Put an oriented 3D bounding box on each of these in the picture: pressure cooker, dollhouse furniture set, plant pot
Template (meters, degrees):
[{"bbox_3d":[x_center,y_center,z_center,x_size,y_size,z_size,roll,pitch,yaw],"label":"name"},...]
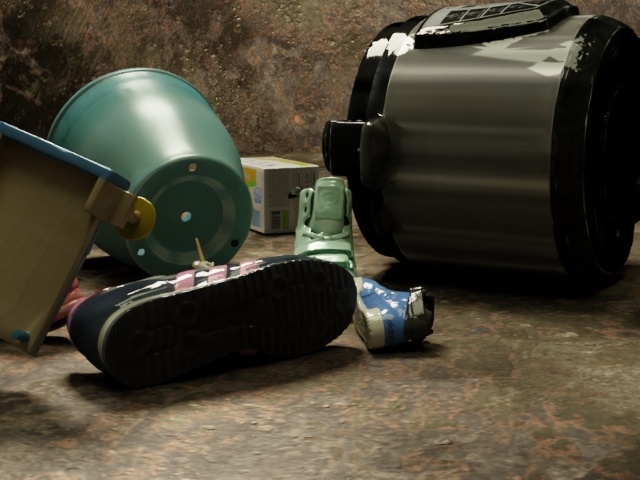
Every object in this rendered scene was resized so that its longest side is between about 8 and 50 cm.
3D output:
[{"bbox_3d":[0.218,-0.133,1.808,0.420,0.375,0.370,5,-33,29],"label":"pressure cooker"},{"bbox_3d":[-0.333,0.039,1.324,0.303,0.286,0.198,21,-6,19],"label":"dollhouse furniture set"},{"bbox_3d":[-0.223,-0.076,1.810,0.271,0.272,0.255,-4,24,-24],"label":"plant pot"}]

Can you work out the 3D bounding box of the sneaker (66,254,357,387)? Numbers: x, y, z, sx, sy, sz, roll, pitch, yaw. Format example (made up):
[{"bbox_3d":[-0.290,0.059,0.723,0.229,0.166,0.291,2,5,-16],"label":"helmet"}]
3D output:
[{"bbox_3d":[-0.111,0.066,1.340,0.319,0.112,0.131,-6,14,-39],"label":"sneaker"}]

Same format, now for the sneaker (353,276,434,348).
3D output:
[{"bbox_3d":[0.082,0.076,1.437,0.084,0.058,0.152,-7,14,-6],"label":"sneaker"}]

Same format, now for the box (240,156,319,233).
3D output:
[{"bbox_3d":[-0.091,-0.082,2.240,0.103,0.114,0.203,-4,9,-25],"label":"box"}]

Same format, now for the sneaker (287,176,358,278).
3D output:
[{"bbox_3d":[-0.001,0.000,1.626,0.094,0.151,0.256,1,10,-4],"label":"sneaker"}]

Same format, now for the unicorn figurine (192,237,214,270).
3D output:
[{"bbox_3d":[-0.120,0.060,1.580,0.162,0.060,0.111,22,17,22],"label":"unicorn figurine"}]

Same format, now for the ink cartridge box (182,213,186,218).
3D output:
[{"bbox_3d":[-0.237,-0.027,2.158,0.115,0.029,0.063,2,9,12],"label":"ink cartridge box"}]

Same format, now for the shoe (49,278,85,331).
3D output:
[{"bbox_3d":[-0.338,0.077,1.430,0.178,0.081,0.063,-28,-4,20],"label":"shoe"}]
